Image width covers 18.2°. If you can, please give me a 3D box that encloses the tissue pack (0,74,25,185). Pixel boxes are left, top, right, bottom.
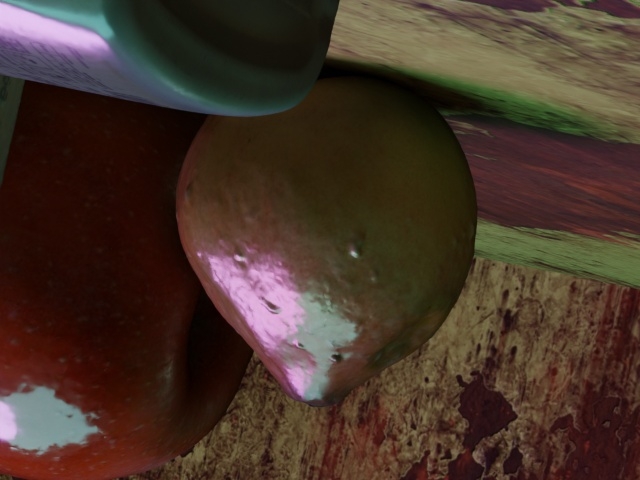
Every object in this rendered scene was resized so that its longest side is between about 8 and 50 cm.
[{"bbox_3d":[-0.324,-0.085,1.084,0.316,0.228,0.103,12,177,16],"label":"tissue pack"}]

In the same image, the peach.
[{"bbox_3d":[0.000,0.000,1.352,0.232,0.232,0.232,13,178,1],"label":"peach"}]

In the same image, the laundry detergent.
[{"bbox_3d":[-0.151,-0.120,0.752,0.280,0.105,0.215,11,179,22],"label":"laundry detergent"}]

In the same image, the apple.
[{"bbox_3d":[-0.193,0.022,1.539,0.277,0.348,0.348,14,178,19],"label":"apple"}]
